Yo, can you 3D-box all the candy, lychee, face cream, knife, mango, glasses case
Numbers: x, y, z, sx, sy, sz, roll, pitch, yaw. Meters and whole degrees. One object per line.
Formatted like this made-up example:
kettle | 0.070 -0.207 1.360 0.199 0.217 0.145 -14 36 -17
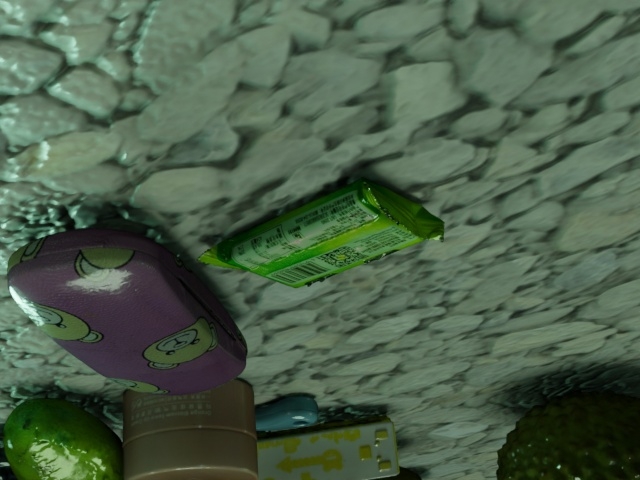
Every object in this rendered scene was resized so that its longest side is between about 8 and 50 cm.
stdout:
candy | 0.000 -0.001 0.893 0.178 0.032 0.102 -22 147 36
lychee | 0.348 0.309 1.391 0.270 0.270 0.320 -12 121 16
face cream | -0.145 0.220 1.268 0.149 0.104 0.149 -4 156 -2
knife | -0.114 0.220 1.380 0.244 0.032 0.058 -12 160 26
mango | -0.285 0.230 1.271 0.119 0.100 0.178 -15 141 13
glasses case | -0.151 0.068 0.962 0.123 0.076 0.316 -10 156 10

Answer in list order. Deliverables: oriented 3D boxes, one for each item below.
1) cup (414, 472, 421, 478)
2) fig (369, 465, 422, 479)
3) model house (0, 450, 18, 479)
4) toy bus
cup | 0.097 0.414 1.757 0.141 0.120 0.120 3 158 13
fig | 0.022 0.383 1.533 0.271 0.239 0.239 -26 160 -15
model house | -0.446 0.318 1.384 0.261 0.226 0.241 0 118 -18
toy bus | -0.018 0.268 1.400 0.226 0.081 0.074 -5 -179 -10
